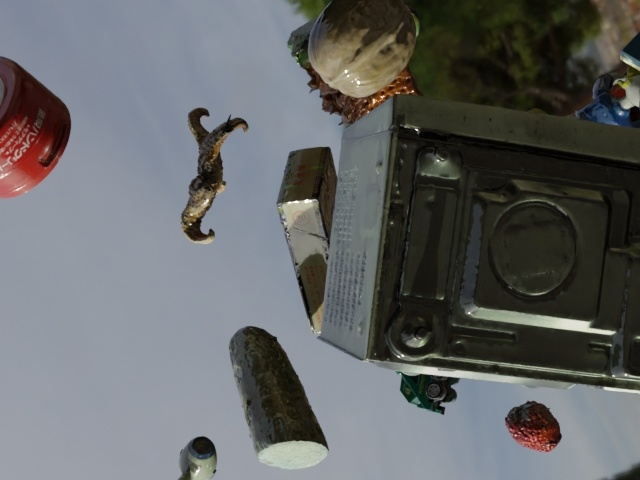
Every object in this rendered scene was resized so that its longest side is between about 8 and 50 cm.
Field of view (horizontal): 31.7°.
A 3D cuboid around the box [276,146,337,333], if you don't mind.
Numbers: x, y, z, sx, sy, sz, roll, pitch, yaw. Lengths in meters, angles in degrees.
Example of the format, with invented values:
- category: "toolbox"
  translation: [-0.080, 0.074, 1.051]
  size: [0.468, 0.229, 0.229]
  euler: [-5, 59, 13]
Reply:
- category: "box"
  translation: [0.000, 0.000, 2.170]
  size: [0.198, 0.084, 0.310]
  euler: [-78, -22, -55]

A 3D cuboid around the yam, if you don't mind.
- category: "yam"
  translation: [-0.094, 0.288, 2.102]
  size: [0.133, 0.133, 0.330]
  euler: [50, -170, -47]

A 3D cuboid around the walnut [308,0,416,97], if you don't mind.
- category: "walnut"
  translation: [0.059, -0.280, 1.584]
  size: [0.162, 0.140, 0.140]
  euler: [-56, -50, -30]

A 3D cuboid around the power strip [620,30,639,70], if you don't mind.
- category: "power strip"
  translation: [0.620, -0.373, 2.110]
  size: [0.056, 0.123, 0.032]
  euler: [38, 165, 24]

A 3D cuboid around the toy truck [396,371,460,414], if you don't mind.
- category: "toy truck"
  translation: [0.224, 0.244, 2.325]
  size: [0.110, 0.116, 0.216]
  euler: [30, -113, -64]

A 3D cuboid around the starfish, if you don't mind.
- category: "starfish"
  translation: [-0.231, -0.151, 2.359]
  size: [0.303, 0.113, 0.312]
  euler: [111, 162, -49]

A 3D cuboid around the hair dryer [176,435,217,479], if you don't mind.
- category: "hair dryer"
  translation: [-0.234, 0.425, 1.834]
  size: [0.199, 0.067, 0.167]
  euler: [-57, -13, -29]

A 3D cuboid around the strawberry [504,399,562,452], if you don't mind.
- category: "strawberry"
  translation: [0.364, 0.316, 1.911]
  size: [0.096, 0.083, 0.083]
  euler: [48, -163, 1]

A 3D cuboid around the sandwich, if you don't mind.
- category: "sandwich"
  translation: [0.098, -0.315, 2.177]
  size: [0.162, 0.250, 0.301]
  euler: [-100, -13, -68]

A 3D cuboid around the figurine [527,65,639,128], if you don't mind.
- category: "figurine"
  translation: [0.591, -0.242, 2.208]
  size: [0.205, 0.283, 0.338]
  euler: [62, 153, 2]

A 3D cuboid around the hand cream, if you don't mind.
- category: "hand cream"
  translation: [-0.486, -0.171, 1.701]
  size: [0.125, 0.193, 0.193]
  euler: [41, -149, -51]

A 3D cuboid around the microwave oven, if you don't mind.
- category: "microwave oven"
  translation: [0.228, 0.008, 1.358]
  size: [0.247, 0.394, 0.333]
  euler: [179, 97, -76]
